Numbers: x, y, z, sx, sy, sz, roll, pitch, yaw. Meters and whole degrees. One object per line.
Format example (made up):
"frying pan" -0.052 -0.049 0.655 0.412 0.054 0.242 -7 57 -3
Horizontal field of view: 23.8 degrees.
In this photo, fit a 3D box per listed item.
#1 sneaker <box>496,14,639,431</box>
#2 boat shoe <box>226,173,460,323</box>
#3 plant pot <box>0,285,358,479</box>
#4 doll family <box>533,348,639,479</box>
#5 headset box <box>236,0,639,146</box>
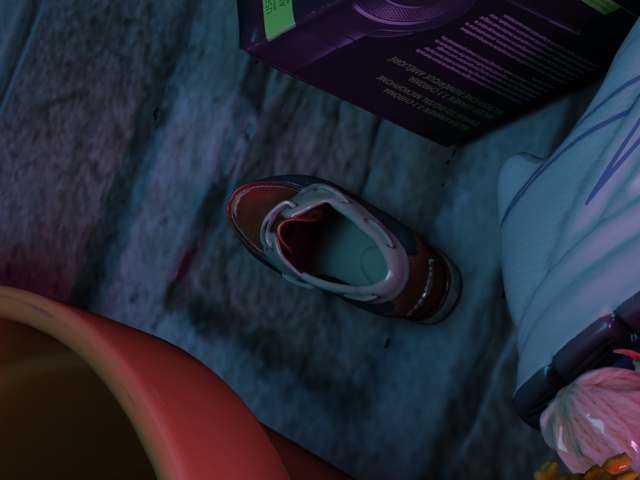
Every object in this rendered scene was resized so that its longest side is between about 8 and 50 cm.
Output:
"sneaker" 0.161 -0.057 0.487 0.297 0.111 0.129 -39 45 25
"boat shoe" 0.000 0.000 0.658 0.137 0.043 0.049 26 97 45
"plant pot" -0.071 0.179 0.556 0.291 0.203 0.291 -15 67 38
"doll family" 0.093 0.139 0.386 0.118 0.163 0.263 -8 49 57
"headset box" 0.088 -0.202 0.578 0.283 0.131 0.246 -24 61 36
